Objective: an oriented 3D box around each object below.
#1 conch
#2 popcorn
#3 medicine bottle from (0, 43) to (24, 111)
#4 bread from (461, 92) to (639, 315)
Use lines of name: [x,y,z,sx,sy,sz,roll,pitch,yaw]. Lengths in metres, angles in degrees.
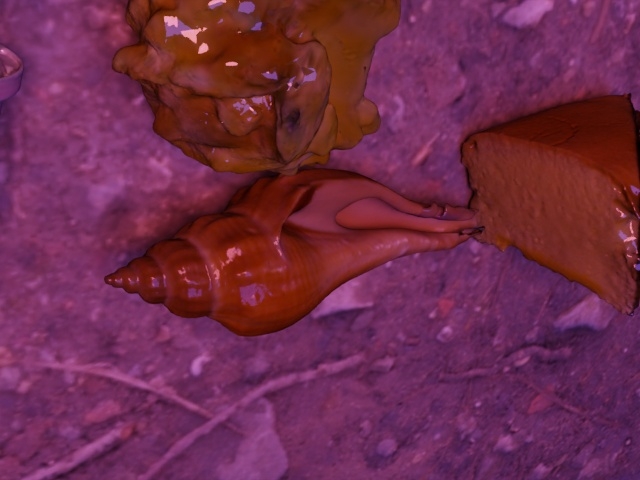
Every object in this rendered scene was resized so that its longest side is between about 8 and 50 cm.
conch: [-0.004,0.000,0.606,0.330,0.093,0.109,-13,102,-42]
popcorn: [-0.032,-0.112,0.497,0.174,0.142,0.173,-7,100,-44]
medicine bottle: [-0.262,0.089,0.488,0.108,0.108,0.425,3,115,-32]
bread: [0.229,-0.035,0.665,0.169,0.160,0.140,-22,125,-18]
